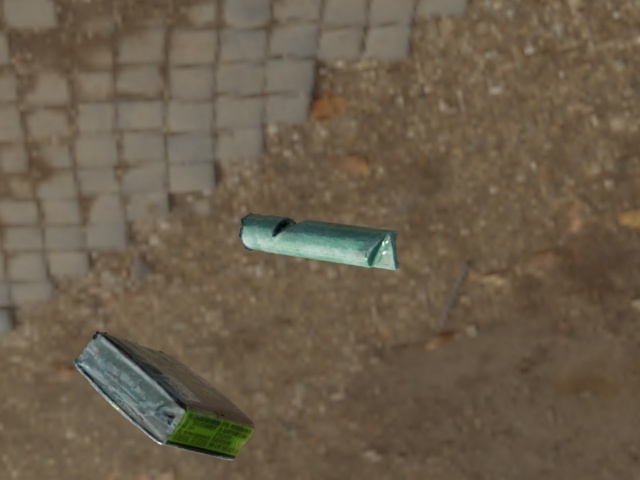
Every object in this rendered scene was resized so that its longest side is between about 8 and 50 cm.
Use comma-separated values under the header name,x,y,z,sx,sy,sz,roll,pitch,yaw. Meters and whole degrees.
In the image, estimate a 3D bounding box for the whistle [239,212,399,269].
name,x,y,z,sx,sy,sz,roll,pitch,yaw
whistle,0.000,0.000,1.492,0.186,0.039,0.039,8,163,46

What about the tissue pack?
name,x,y,z,sx,sy,sz,roll,pitch,yaw
tissue pack,-0.197,0.202,2.111,0.073,0.173,0.235,-53,159,1
